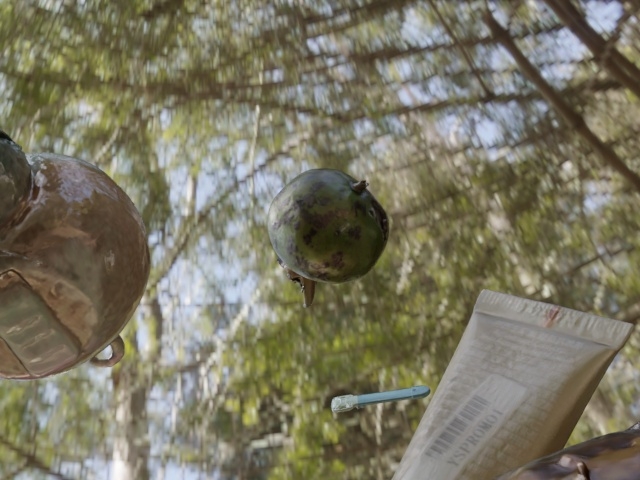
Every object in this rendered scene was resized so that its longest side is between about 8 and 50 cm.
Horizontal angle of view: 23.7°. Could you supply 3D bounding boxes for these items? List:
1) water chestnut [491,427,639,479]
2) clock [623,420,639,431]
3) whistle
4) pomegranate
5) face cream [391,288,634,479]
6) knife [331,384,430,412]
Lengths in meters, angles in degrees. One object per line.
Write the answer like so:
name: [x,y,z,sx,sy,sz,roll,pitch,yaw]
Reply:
water chestnut: [0.103,0.194,0.476,0.300,0.300,0.300,-2,-64,-4]
clock: [0.314,0.153,1.100,0.226,0.049,0.226,-10,-27,-5]
whistle: [-0.251,-0.030,1.127,0.189,0.189,0.348,-30,-58,9]
pomegranate: [0.000,0.000,1.497,0.122,0.122,0.161,18,-52,-13]
face cream: [0.098,0.187,1.107,0.341,0.137,0.084,-59,-44,-20]
knife: [0.058,0.151,1.449,0.096,0.027,0.010,-9,-67,4]
